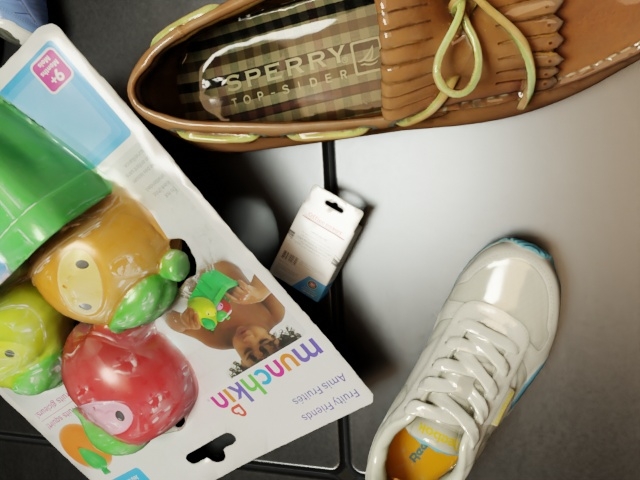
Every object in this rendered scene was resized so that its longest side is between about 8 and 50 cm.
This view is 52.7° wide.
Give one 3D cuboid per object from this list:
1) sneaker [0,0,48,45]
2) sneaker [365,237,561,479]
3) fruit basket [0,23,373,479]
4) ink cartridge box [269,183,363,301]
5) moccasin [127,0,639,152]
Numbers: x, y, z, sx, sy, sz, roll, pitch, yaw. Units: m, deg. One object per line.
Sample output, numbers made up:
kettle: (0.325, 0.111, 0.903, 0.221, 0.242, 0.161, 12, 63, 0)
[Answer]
sneaker: (-0.263, -0.267, 0.527, 0.081, 0.080, 0.211, -12, 98, 23)
sneaker: (0.105, 0.107, 0.469, 0.087, 0.092, 0.228, 26, 106, 14)
fruit basket: (-0.188, 0.071, 0.518, 0.327, 0.165, 0.353, -33, 97, 29)
ink cartridge box: (0.000, 0.000, 0.517, 0.048, 0.028, 0.083, 31, 108, 10)
moccasin: (0.052, -0.139, 0.410, 0.380, 0.147, 0.139, -4, 99, 19)
